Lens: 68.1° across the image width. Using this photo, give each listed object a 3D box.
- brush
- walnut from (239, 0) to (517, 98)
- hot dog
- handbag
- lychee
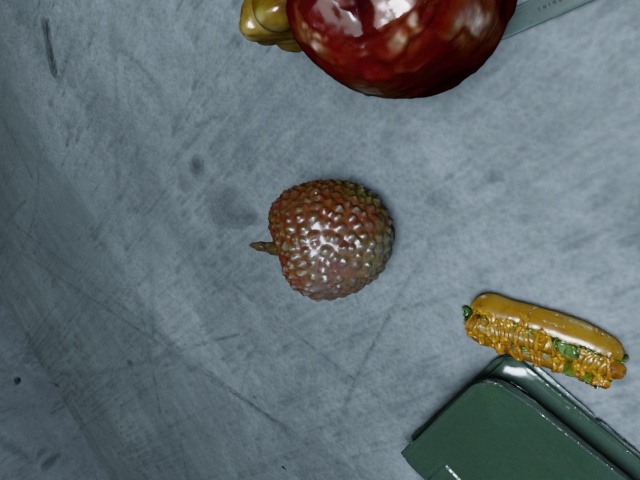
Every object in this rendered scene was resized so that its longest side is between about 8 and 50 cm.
[{"bbox_3d":[0.225,-0.229,0.457,0.266,0.027,0.062,-10,102,43],"label":"brush"},{"bbox_3d":[0.046,-0.236,0.425,0.244,0.269,0.221,0,109,33],"label":"walnut"},{"bbox_3d":[0.252,0.114,0.555,0.188,0.055,0.072,16,119,30],"label":"hot dog"},{"bbox_3d":[0.257,0.305,0.617,0.247,0.079,0.260,40,128,17],"label":"handbag"},{"bbox_3d":[0.000,0.000,0.622,0.198,0.165,0.165,-19,97,12],"label":"lychee"}]
